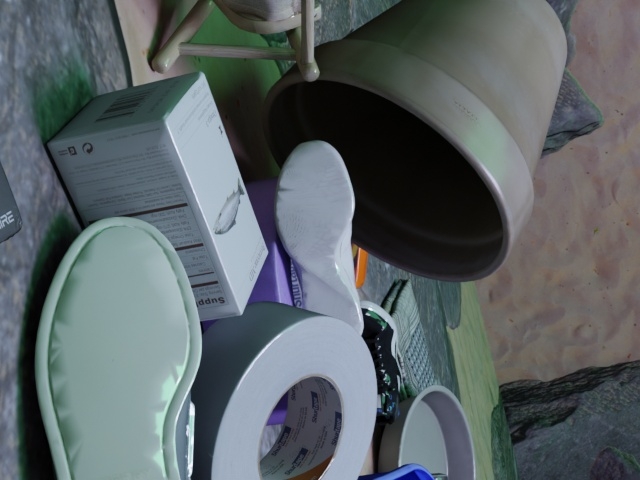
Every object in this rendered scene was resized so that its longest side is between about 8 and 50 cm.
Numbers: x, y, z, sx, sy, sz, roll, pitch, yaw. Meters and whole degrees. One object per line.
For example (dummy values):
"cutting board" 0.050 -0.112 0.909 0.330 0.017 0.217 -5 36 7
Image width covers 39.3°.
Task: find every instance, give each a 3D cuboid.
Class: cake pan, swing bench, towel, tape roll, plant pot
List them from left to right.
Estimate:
"swing bench" -0.074 -0.332 0.860 0.253 0.165 0.254 93 1 -53
"tape roll" -0.041 0.168 0.810 0.219 0.072 0.219 -15 111 -47
"tape roll" -0.040 0.066 1.010 0.275 0.090 0.274 -10 90 -73
"towel" 0.171 0.257 1.663 0.324 0.056 0.312 -48 127 -68
"cake pan" 0.180 0.390 1.503 0.293 0.054 0.293 18 68 -55
"plant pot" 0.140 -0.160 1.042 0.280 0.323 0.323 -53 141 -23

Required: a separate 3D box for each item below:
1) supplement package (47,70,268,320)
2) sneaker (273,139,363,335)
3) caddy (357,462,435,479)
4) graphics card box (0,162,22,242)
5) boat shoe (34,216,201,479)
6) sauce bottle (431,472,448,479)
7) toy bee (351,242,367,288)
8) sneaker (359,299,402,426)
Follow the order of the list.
"supplement package" -0.127 -0.031 0.745 0.105 0.105 0.179 -73 149 -58
"sneaker" 0.000 0.000 0.924 0.094 0.080 0.212 -80 164 -77
"caddy" 0.059 0.370 0.955 0.341 0.179 0.241 10 71 -65
"graphics card box" -0.269 -0.128 0.350 0.233 0.094 0.370 -61 137 -65
"boat shoe" -0.146 0.141 0.651 0.099 0.116 0.319 129 -44 -61
"sauce bottle" 0.153 0.518 1.312 0.111 0.112 0.344 34 53 -68
"toy bee" 0.022 -0.087 1.256 0.195 0.162 0.298 60 50 -68
"sneaker" 0.083 0.199 1.357 0.121 0.079 0.216 -84 159 -46
